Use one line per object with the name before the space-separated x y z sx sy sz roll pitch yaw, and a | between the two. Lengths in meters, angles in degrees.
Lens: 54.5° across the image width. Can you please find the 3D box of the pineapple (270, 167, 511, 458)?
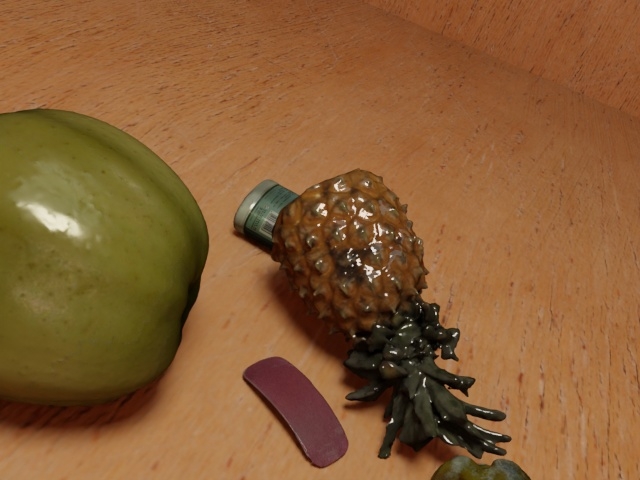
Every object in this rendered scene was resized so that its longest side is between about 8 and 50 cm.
pineapple | 0.076 0.089 0.678 0.169 0.169 0.341 -14 65 -40

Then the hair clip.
hair clip | -0.025 0.168 0.637 0.054 0.022 0.137 -18 49 -38

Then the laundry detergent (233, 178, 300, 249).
laundry detergent | 0.000 0.000 0.837 0.225 0.070 0.099 28 38 13

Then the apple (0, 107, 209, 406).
apple | -0.236 0.013 0.569 0.278 0.279 0.279 14 35 -10

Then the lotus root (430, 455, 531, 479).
lotus root | 0.142 0.269 0.527 0.113 0.088 0.192 6 35 7
